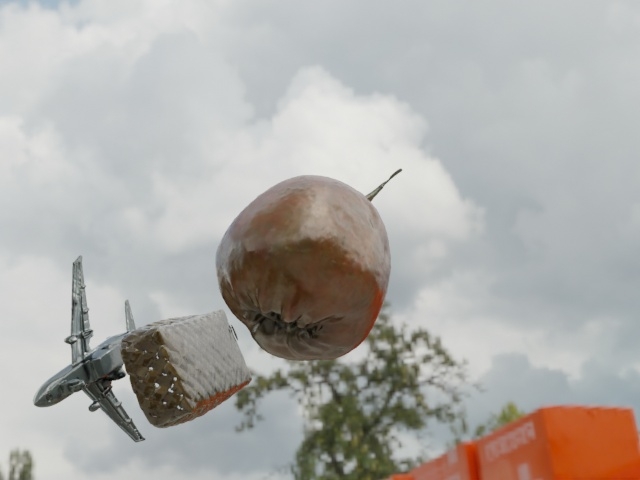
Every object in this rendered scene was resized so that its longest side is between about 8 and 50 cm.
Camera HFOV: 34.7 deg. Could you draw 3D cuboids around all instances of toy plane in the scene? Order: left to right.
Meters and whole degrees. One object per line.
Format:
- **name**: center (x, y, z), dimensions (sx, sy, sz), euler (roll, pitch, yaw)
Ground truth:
- **toy plane**: center (-0.247, 0.133, 1.121), dimensions (0.058, 0.226, 0.226), euler (-15, 9, 12)

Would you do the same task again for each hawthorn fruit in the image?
- **hawthorn fruit**: center (-0.009, 0.016, 0.848), dimensions (0.149, 0.189, 0.149), euler (6, -63, 11)

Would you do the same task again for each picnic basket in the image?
- **picnic basket**: center (-0.134, 0.129, 1.073), dimensions (0.054, 0.110, 0.193), euler (-24, -4, 15)
